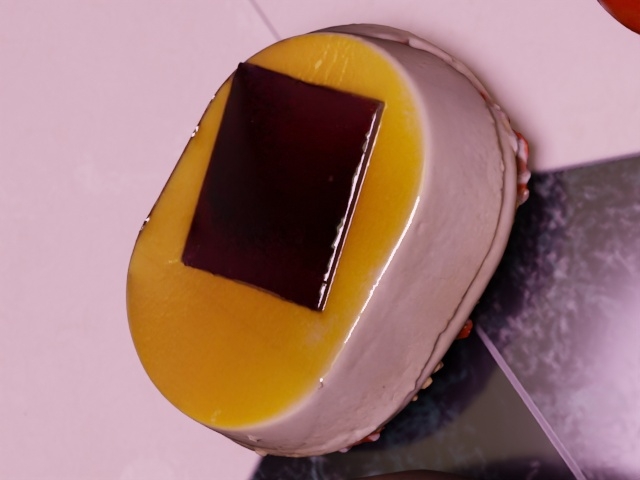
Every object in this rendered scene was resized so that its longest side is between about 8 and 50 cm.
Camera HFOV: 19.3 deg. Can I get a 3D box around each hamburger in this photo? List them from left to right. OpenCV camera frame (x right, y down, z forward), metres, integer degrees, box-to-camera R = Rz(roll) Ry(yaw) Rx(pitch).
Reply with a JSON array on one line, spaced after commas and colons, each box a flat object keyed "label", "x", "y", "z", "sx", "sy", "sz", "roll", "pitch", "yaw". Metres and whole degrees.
[{"label": "hamburger", "x": 0.000, "y": 0.000, "z": 1.242, "sx": 0.227, "sy": 0.151, "sz": 0.295, "roll": 35, "pitch": 102, "yaw": 25}]

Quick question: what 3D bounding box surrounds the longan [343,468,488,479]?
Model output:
[{"label": "longan", "x": 0.011, "y": 0.317, "z": 1.093, "sx": 0.404, "sy": 0.404, "sz": 0.336, "roll": -46, "pitch": 73, "yaw": 11}]

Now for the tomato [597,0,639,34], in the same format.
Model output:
[{"label": "tomato", "x": 0.249, "y": -0.213, "z": 1.171, "sx": 0.195, "sy": 0.136, "sz": 0.195, "roll": -1, "pitch": 87, "yaw": 22}]
